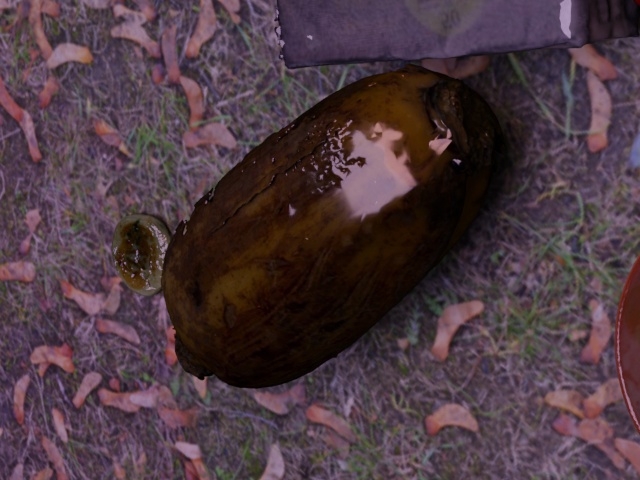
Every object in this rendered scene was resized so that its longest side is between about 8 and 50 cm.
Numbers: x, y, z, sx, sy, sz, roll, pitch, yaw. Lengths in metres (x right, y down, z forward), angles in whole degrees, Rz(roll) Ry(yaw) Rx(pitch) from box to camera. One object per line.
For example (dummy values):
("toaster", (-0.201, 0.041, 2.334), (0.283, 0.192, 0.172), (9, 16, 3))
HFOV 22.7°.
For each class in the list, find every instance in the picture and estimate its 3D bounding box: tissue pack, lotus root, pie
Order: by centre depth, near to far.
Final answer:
("tissue pack", (0.087, -0.338, 1.231), (0.288, 0.124, 0.394), (1, 101, 37))
("lotus root", (0.000, 0.000, 1.320), (0.397, 0.196, 0.179), (-39, 74, 39))
("pie", (-0.175, 0.015, 1.571), (0.085, 0.017, 0.085), (9, 105, 36))

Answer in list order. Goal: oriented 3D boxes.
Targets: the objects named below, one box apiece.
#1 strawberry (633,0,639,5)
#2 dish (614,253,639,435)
("strawberry", (0.289, -0.264, 0.977), (0.292, 0.292, 0.309), (14, 135, 34))
("dish", (0.348, 0.080, 1.149), (0.260, 0.085, 0.260), (9, 105, 38))
